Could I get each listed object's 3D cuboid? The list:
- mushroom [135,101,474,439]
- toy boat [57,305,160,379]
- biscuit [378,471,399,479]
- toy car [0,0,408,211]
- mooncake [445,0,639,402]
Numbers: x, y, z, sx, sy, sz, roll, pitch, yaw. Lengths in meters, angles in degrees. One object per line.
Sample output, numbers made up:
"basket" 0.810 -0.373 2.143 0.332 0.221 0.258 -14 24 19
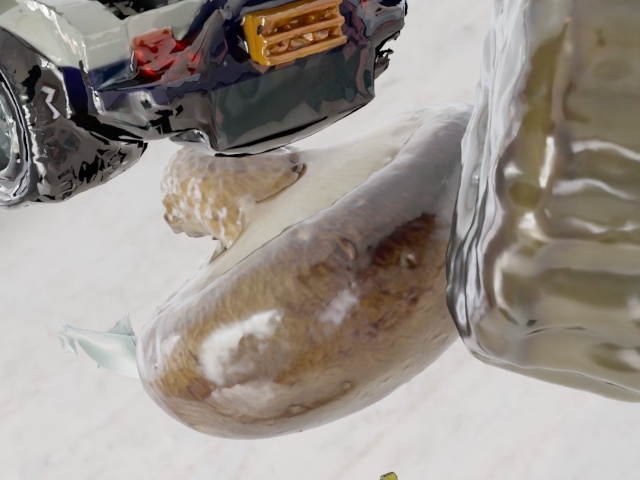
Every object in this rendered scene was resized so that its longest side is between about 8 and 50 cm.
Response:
"mushroom" 0.016 0.019 1.413 0.345 0.239 0.345 -37 33 30
"toy boat" -0.189 0.120 1.806 0.149 0.105 0.034 -16 24 19
"biscuit" -0.064 0.254 1.369 0.292 0.048 0.026 -25 -8 10
"toy car" -0.093 -0.100 0.757 0.193 0.118 0.301 -21 22 -33
"mooncake" 0.167 -0.055 1.025 0.161 0.290 0.290 9 37 -2
